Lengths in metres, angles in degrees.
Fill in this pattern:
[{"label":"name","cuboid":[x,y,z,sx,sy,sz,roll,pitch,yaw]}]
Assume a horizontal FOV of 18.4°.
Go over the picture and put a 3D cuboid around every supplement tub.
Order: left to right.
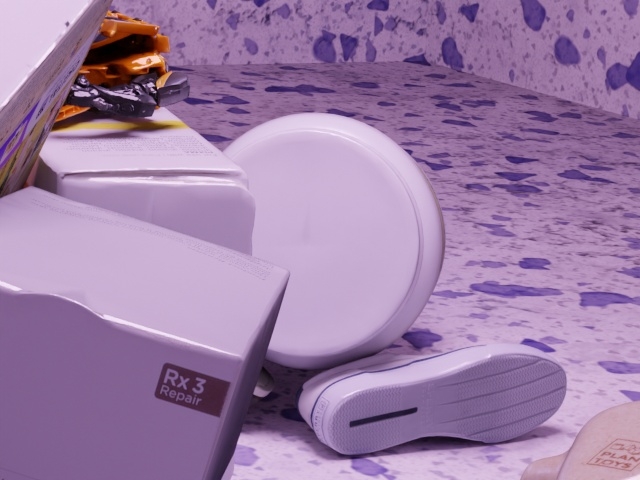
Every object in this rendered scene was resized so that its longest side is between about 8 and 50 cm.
[{"label":"supplement tub","cuboid":[0.000,0.000,1.879,0.235,0.235,0.325,6,1,4]}]

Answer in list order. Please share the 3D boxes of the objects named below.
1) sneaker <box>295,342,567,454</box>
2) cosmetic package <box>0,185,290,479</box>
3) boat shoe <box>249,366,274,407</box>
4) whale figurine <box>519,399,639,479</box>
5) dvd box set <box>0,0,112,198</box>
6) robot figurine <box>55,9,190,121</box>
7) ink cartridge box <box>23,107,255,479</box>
[{"label":"sneaker","cuboid":[0.099,0.130,1.785,0.258,0.094,0.091,-3,20,-27]},{"label":"cosmetic package","cuboid":[-0.150,0.079,1.268,0.217,0.156,0.385,18,8,3]},{"label":"boat shoe","cuboid":[-0.106,0.115,1.842,0.081,0.068,0.228,38,3,-23]},{"label":"whale figurine","cuboid":[0.235,0.213,1.431,0.216,0.141,0.272,5,21,41]},{"label":"dvd box set","cuboid":[-0.278,-0.006,1.406,0.062,0.420,0.307,30,36,-2]},{"label":"robot figurine","cuboid":[-0.253,-0.141,1.629,0.291,0.085,0.211,-10,20,-33]},{"label":"ink cartridge box","cuboid":[-0.196,0.029,1.699,0.160,0.279,0.385,-1,15,-20]}]
